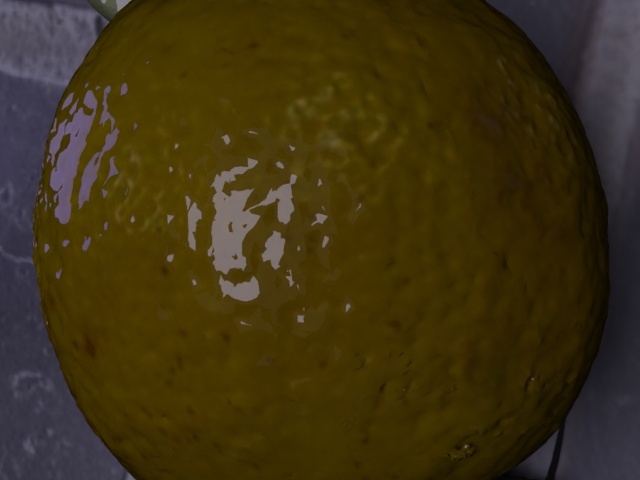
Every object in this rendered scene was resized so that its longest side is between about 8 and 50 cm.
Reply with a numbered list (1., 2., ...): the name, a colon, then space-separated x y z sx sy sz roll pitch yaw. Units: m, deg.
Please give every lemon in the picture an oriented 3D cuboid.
1. lemon: 0.000 0.002 0.593 0.293 0.293 0.293 -1 88 29

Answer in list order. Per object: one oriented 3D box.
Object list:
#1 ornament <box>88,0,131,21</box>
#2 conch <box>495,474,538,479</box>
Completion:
1. ornament: -0.045 -0.209 0.744 0.201 0.059 0.180 3 89 26
2. conch: 0.084 0.195 0.650 0.155 0.130 0.207 -49 37 -17
